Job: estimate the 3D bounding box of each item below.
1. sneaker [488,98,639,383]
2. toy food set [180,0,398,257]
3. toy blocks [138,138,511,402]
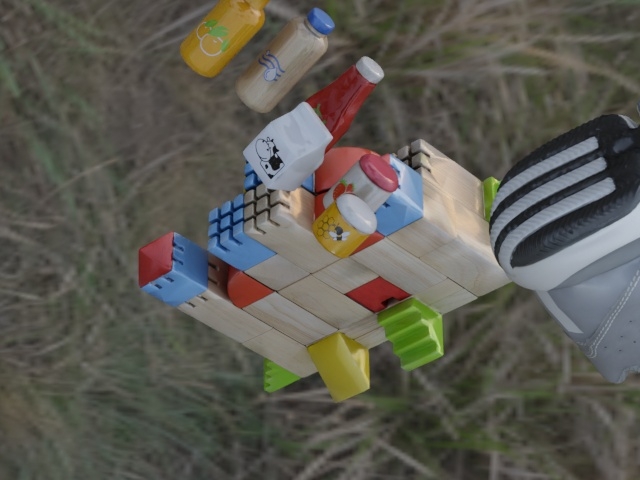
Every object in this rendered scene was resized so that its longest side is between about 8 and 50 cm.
[{"bbox_3d":[0.187,-0.012,0.681,0.132,0.228,0.086,54,22,-31],"label":"sneaker"},{"bbox_3d":[-0.001,-0.105,1.493,0.111,0.104,0.232,4,45,-56],"label":"toy food set"},{"bbox_3d":[0.000,0.000,1.840,0.261,0.381,0.191,32,44,-38],"label":"toy blocks"}]
